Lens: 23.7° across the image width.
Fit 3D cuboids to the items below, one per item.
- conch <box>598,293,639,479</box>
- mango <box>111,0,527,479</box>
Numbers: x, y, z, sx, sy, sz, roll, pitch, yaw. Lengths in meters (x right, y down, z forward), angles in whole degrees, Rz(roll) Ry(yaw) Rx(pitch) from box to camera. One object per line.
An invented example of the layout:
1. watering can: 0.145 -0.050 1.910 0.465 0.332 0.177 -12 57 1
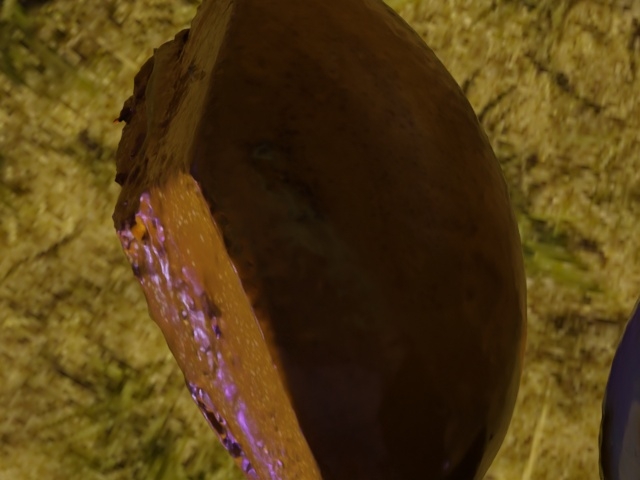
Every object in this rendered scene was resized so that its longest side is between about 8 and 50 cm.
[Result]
1. conch: 0.222 0.066 0.509 0.249 0.197 0.368 17 122 9
2. mango: 0.000 0.000 0.772 0.199 0.350 0.201 -23 145 4
